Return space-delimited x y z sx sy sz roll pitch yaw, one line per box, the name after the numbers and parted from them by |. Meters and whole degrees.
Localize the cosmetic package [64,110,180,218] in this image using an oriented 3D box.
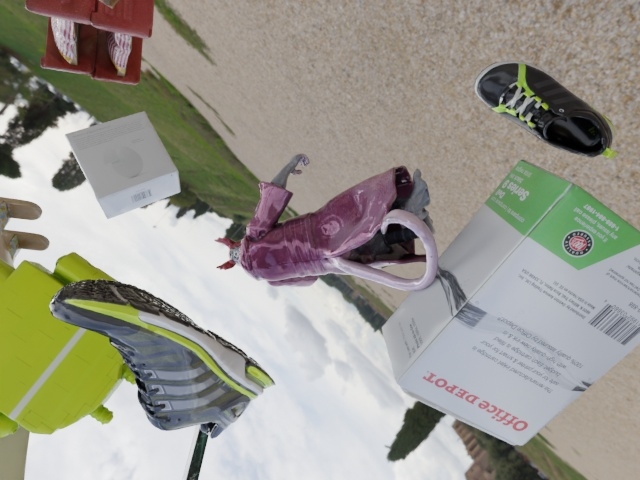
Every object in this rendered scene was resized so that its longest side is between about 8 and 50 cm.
-0.563 -0.219 1.194 0.224 0.224 0.138 59 156 11 | cosmetic package

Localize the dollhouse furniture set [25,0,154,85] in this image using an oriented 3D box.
-0.351 -0.468 0.657 0.152 0.373 0.201 4 174 -29 | dollhouse furniture set

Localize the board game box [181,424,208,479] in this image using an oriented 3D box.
-0.273 0.474 0.898 0.026 0.186 0.126 17 150 -13 | board game box

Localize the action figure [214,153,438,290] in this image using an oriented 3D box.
-0.006 0.019 0.652 0.275 0.371 0.248 -82 -25 -54 | action figure

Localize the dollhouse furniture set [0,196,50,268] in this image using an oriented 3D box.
-0.831 0.147 1.145 0.257 0.394 0.362 8 -135 -15 | dollhouse furniture set

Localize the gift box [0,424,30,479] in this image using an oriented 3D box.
-0.692 0.449 0.744 0.277 0.255 0.258 5 -116 -31 | gift box

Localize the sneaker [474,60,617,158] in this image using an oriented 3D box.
0.345 -0.202 0.630 0.235 0.084 0.097 33 -144 13 | sneaker

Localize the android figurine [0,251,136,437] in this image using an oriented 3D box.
-0.378 0.143 0.561 0.273 0.248 0.056 34 166 -4 | android figurine

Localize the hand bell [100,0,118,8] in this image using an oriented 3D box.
-0.200 -0.388 0.478 0.126 0.242 0.126 30 -170 -6 | hand bell

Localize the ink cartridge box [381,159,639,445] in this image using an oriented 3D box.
0.244 0.084 0.506 0.211 0.289 0.121 30 -160 -14 | ink cartridge box

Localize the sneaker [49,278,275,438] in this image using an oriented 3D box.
-0.176 0.150 0.478 0.111 0.121 0.300 16 156 48 | sneaker
